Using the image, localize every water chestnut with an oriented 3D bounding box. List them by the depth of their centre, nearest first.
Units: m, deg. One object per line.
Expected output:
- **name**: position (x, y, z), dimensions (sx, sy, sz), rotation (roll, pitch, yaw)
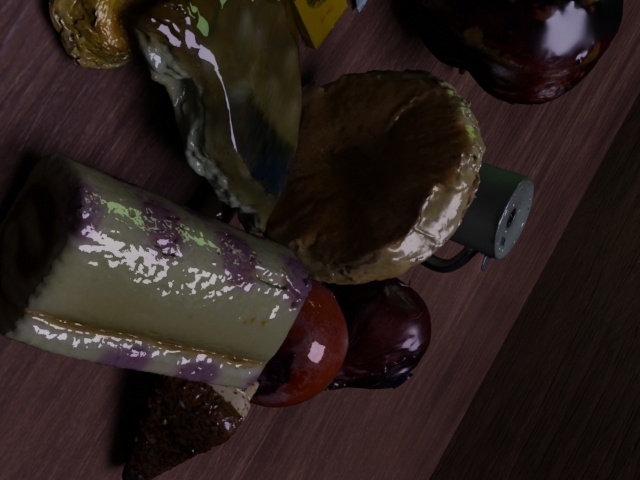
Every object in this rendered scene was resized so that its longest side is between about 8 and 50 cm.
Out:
- **water chestnut**: position (0.322, -0.397, 1.097), dimensions (0.335, 0.335, 0.347), rotation (-48, 175, -27)

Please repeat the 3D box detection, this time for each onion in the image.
- **onion**: position (0.099, 0.177, 1.352), dimensions (0.281, 0.221, 0.281), rotation (-41, 172, -7)

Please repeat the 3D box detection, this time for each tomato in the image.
- **tomato**: position (-0.065, 0.151, 1.057), dimensions (0.184, 0.208, 0.208), rotation (-44, 148, -54)

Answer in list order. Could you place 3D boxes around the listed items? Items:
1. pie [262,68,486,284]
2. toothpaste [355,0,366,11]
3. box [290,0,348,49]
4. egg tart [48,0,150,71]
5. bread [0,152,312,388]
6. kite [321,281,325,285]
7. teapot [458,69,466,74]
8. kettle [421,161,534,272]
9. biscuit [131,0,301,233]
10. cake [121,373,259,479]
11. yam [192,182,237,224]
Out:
- **pie**: position (0.054, -0.094, 0.940), dimensions (0.339, 0.339, 0.083), rotation (-58, 152, -10)
- **toothpaste**: position (0.051, -0.415, 0.973), dimensions (0.056, 0.036, 0.205), rotation (-53, 153, -17)
- **box**: position (-0.012, -0.342, 0.940), dimensions (0.087, 0.023, 0.155), rotation (-59, 151, -14)
- **egg tart**: position (-0.207, -0.226, 0.688), dimensions (0.130, 0.052, 0.130), rotation (-43, 147, -37)
- **bread**: position (-0.183, 0.047, 0.781), dimensions (0.338, 0.155, 0.187), rotation (23, 107, -46)
- **kite**: position (0.000, 0.000, 1.246), dimensions (0.314, 0.011, 0.335), rotation (-34, 141, -42)
- **teapot**: position (0.299, -0.390, 1.331), dimensions (0.116, 0.116, 0.173), rotation (-47, 169, -27)
- **kettle**: position (0.251, -0.058, 1.350), dimensions (0.165, 0.255, 0.240), rotation (13, 99, -63)
- **biscuit**: position (-0.098, -0.174, 0.798), dimensions (0.335, 0.078, 0.329), rotation (6, 88, -67)
- **cake**: position (-0.183, 0.270, 0.983), dimensions (0.246, 0.135, 0.112), rotation (-68, 171, 26)
- **yam**: position (-0.175, 0.026, 0.928), dimensions (0.300, 0.066, 0.066), rotation (-62, 151, -4)
